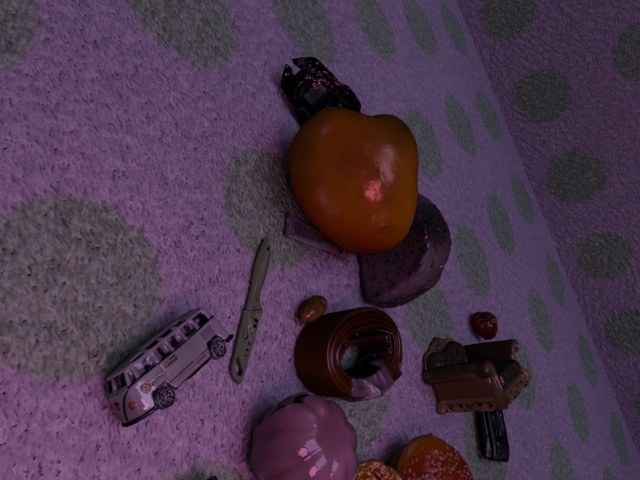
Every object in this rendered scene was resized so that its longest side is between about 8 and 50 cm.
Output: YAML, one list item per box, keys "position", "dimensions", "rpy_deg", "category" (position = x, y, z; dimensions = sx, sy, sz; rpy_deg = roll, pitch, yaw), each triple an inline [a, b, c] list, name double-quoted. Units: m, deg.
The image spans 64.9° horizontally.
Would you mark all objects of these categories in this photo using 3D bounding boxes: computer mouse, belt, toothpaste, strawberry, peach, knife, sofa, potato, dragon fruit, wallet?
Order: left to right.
- position: [-0.121, 0.118, 0.925]
  dimensions: [0.043, 0.020, 0.293]
  rpy_deg: [39, 47, -36]
  category: "knife"
- position: [-0.015, 0.138, 1.027]
  dimensions: [0.092, 0.045, 0.046]
  rpy_deg: [-27, 97, -56]
  category: "potato"
- position: [0.000, 0.000, 1.121]
  dimensions: [0.205, 0.036, 0.056]
  rpy_deg: [26, 54, -38]
  category: "toothpaste"
- position: [0.003, -0.336, 1.212]
  dimensions: [0.241, 0.146, 0.077]
  rpy_deg: [46, 15, -27]
  category: "computer mouse"
- position: [0.068, 0.233, 1.039]
  dimensions: [0.261, 0.105, 0.184]
  rpy_deg: [5, 72, -51]
  category: "belt"
- position: [0.073, -0.124, 1.078]
  dimensions: [0.289, 0.289, 0.307]
  rpy_deg: [-3, 101, -52]
  category: "peach"
- position: [0.222, 0.012, 1.245]
  dimensions: [0.204, 0.221, 0.282]
  rpy_deg: [12, 62, -42]
  category: "dragon fruit"
- position: [0.417, 0.336, 1.349]
  dimensions: [0.258, 0.200, 0.181]
  rpy_deg: [-10, 84, -51]
  category: "sofa"
- position: [0.532, 0.274, 1.621]
  dimensions: [0.083, 0.083, 0.096]
  rpy_deg: [-22, 94, -53]
  category: "strawberry"
- position: [0.513, 0.530, 1.502]
  dimensions: [0.160, 0.055, 0.236]
  rpy_deg: [34, 49, -47]
  category: "wallet"

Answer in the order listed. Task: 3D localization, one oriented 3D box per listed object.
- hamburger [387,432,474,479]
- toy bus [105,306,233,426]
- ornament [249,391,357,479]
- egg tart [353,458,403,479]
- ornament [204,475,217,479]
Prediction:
- position: [0.235, 0.530, 1.074]
  dimensions: [0.237, 0.147, 0.236]
  rpy_deg: [26, 52, -39]
  category: "hamburger"
- position: [-0.220, 0.175, 0.725]
  dimensions: [0.089, 0.087, 0.194]
  rpy_deg: [56, 39, -6]
  category: "toy bus"
- position: [-0.031, 0.347, 0.831]
  dimensions: [0.177, 0.178, 0.177]
  rpy_deg: [26, 55, -43]
  category: "ornament"
- position: [0.108, 0.495, 0.984]
  dimensions: [0.131, 0.052, 0.130]
  rpy_deg: [6, 61, -11]
  category: "egg tart"
- position: [-0.226, 0.372, 0.626]
  dimensions: [0.236, 0.080, 0.202]
  rpy_deg: [42, 49, -31]
  category: "ornament"
